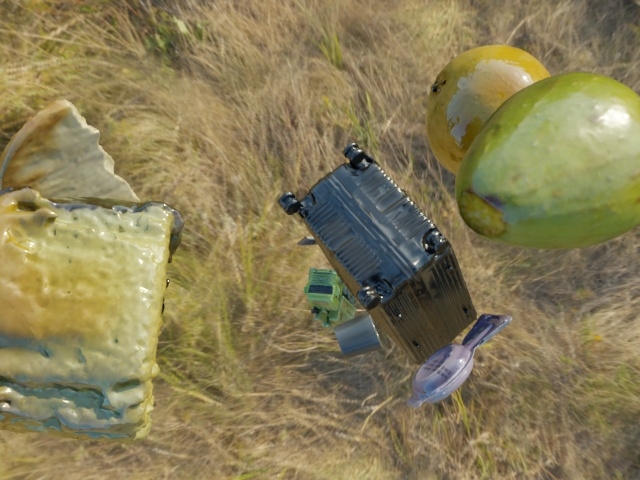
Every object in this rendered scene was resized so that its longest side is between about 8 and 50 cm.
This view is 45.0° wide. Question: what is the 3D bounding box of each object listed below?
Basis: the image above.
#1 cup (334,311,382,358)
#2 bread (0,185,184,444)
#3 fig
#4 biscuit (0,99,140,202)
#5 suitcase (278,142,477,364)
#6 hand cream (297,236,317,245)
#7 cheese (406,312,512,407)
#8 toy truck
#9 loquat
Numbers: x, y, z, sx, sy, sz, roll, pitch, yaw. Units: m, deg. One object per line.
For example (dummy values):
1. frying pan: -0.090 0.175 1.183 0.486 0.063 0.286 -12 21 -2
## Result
1. cup: 0.076 0.195 1.525 0.077 0.100 0.078 -21 51 3
2. bread: -0.237 0.089 0.676 0.204 0.162 0.262 8 117 -5
3. fig: 0.338 -0.105 1.123 0.326 0.258 0.258 -20 80 -29
4. biscuit: -0.431 -0.091 1.279 0.204 0.309 0.040 -39 61 -11
5. suitcase: 0.101 0.038 1.193 0.152 0.335 0.229 -38 59 -2
6. hand cream: 0.000 0.000 1.437 0.030 0.093 0.019 -38 67 43
7. cheese: 0.196 0.173 1.122 0.191 0.105 0.042 -44 98 -12
8. toy truck: 0.022 0.126 1.583 0.077 0.169 0.100 3 66 17
9. loquat: 0.325 -0.238 1.468 0.263 0.263 0.263 -1 84 8
